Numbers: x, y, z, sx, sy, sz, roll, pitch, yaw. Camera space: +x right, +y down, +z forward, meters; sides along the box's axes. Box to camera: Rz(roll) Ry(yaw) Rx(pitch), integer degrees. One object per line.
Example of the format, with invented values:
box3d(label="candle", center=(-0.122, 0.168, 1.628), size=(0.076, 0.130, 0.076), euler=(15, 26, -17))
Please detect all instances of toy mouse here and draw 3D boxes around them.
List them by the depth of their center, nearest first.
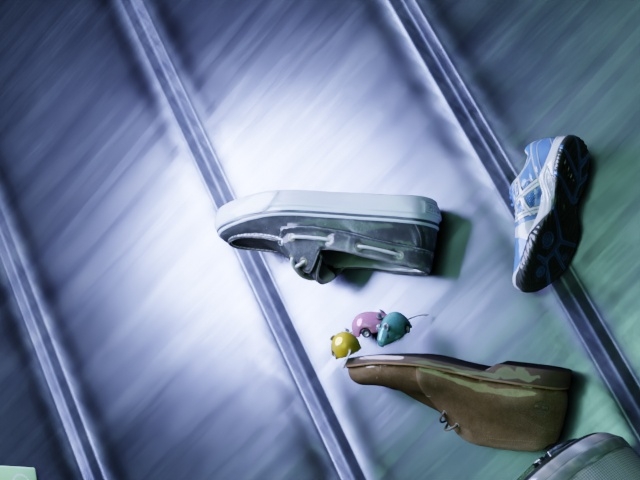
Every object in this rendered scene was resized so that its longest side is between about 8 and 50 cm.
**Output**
box3d(label="toy mouse", center=(0.076, 0.115, 1.736), size=(0.143, 0.161, 0.031), euler=(-23, 100, -6))

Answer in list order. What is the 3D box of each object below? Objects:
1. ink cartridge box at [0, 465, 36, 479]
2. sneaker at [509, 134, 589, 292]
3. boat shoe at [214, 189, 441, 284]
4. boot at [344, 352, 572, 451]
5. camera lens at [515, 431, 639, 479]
box3d(label="ink cartridge box", center=(-0.494, 0.512, 1.879), size=(0.119, 0.207, 0.353), euler=(-21, 70, 23))
box3d(label="sneaker", center=(0.287, -0.034, 1.686), size=(0.081, 0.080, 0.211), euler=(11, 82, 51))
box3d(label="boat shoe", center=(0.000, 0.000, 1.789), size=(0.335, 0.121, 0.119), euler=(-2, 73, 25))
box3d(label="boot", center=(0.167, 0.204, 1.672), size=(0.305, 0.112, 0.115), euler=(6, 92, 26))
box3d(label="camera lens", center=(0.335, 0.374, 1.473), size=(0.219, 0.219, 0.274), euler=(-47, 62, 11))
